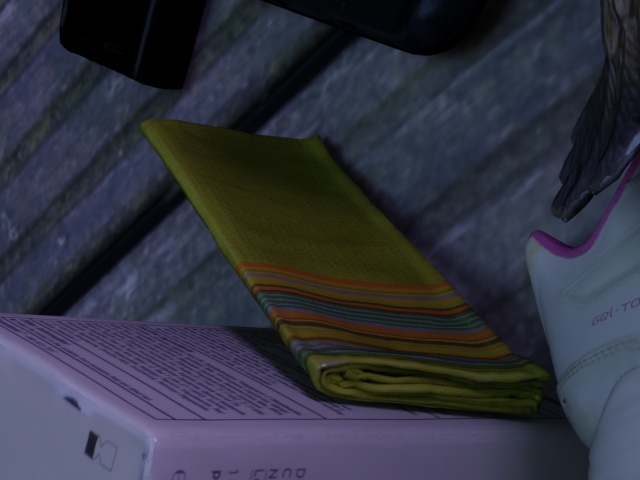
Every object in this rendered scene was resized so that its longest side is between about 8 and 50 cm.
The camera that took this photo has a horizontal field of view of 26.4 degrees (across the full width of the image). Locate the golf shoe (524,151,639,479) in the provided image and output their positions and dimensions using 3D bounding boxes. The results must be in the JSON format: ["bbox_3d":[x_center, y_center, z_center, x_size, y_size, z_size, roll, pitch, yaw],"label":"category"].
[{"bbox_3d":[0.173,-0.031,0.433,0.306,0.115,0.140,-48,48,31],"label":"golf shoe"}]

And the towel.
[{"bbox_3d":[0.000,0.000,0.592,0.237,0.102,0.021,51,125,54],"label":"towel"}]

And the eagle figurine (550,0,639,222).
[{"bbox_3d":[0.126,-0.177,0.427,0.225,0.298,0.226,57,175,-10],"label":"eagle figurine"}]

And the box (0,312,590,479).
[{"bbox_3d":[-0.023,0.110,0.535,0.149,0.232,0.126,19,99,48],"label":"box"}]

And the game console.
[{"bbox_3d":[-0.035,-0.171,0.738,0.361,0.044,0.213,29,107,47],"label":"game console"}]
